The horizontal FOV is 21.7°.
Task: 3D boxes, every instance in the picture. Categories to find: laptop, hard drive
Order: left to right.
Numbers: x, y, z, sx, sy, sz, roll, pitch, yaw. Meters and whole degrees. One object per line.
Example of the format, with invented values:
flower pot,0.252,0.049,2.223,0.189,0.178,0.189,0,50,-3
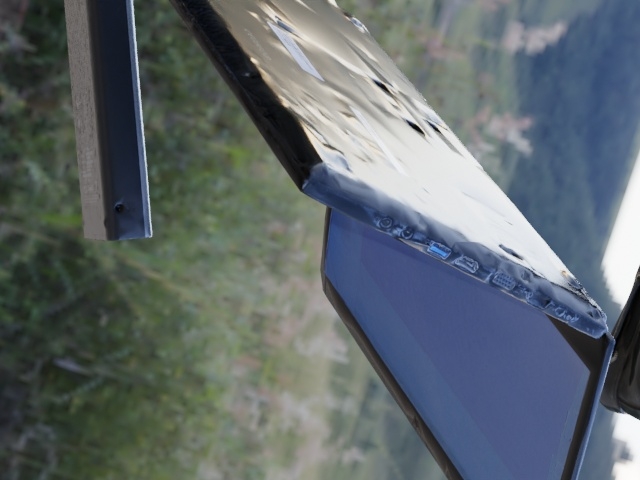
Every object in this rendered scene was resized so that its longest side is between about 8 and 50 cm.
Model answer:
hard drive,-0.101,-0.068,0.777,0.094,0.022,0.135,-176,-99,-75
laptop,0.000,0.000,0.693,0.136,0.264,0.234,-51,-136,15

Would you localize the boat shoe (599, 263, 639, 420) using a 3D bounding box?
boat shoe,0.304,0.000,1.320,0.127,0.113,0.340,40,62,-39
